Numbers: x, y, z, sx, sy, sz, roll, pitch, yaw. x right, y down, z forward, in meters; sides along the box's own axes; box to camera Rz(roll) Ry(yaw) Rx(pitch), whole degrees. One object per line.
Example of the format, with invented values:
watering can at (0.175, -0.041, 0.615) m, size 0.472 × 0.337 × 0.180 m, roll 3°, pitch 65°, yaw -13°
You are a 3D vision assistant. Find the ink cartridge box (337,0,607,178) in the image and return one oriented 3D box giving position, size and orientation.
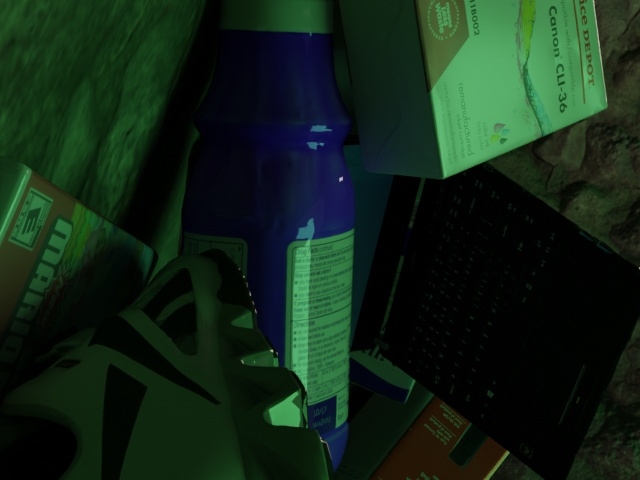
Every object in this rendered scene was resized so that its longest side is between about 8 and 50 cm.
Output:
ink cartridge box at (0.107, -0.120, 1.041) m, size 0.198 × 0.067 × 0.115 m, roll -24°, pitch 112°, yaw -41°

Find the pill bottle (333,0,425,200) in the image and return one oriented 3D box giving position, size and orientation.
pill bottle at (0.100, -0.194, 1.222) m, size 0.188 × 0.188 × 0.334 m, roll 100°, pitch 14°, yaw -53°

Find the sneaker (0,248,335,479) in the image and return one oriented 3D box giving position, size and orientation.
sneaker at (-0.095, 0.083, 0.812) m, size 0.330 × 0.146 × 0.122 m, roll -140°, pitch -136°, yaw -76°

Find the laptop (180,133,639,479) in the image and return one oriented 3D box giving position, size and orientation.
laptop at (0.048, 0.057, 1.140) m, size 0.136 × 0.264 × 0.234 m, roll -39°, pitch 156°, yaw -34°

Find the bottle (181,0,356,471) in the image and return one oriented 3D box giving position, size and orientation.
bottle at (-0.030, 0.000, 1.006) m, size 0.118 × 0.092 × 0.282 m, roll -18°, pitch 111°, yaw -69°

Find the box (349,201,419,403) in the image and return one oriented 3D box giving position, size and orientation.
box at (0.066, 0.032, 1.329) m, size 0.126 × 0.072 × 0.137 m, roll -51°, pitch 161°, yaw -65°

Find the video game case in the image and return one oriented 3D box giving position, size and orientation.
video game case at (-0.152, 0.078, 0.839) m, size 0.285 × 0.025 × 0.204 m, roll 54°, pitch 58°, yaw -81°

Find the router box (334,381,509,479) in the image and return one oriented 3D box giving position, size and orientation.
router box at (0.057, 0.159, 1.491) m, size 0.301 × 0.082 × 0.335 m, roll -50°, pitch -167°, yaw -11°
